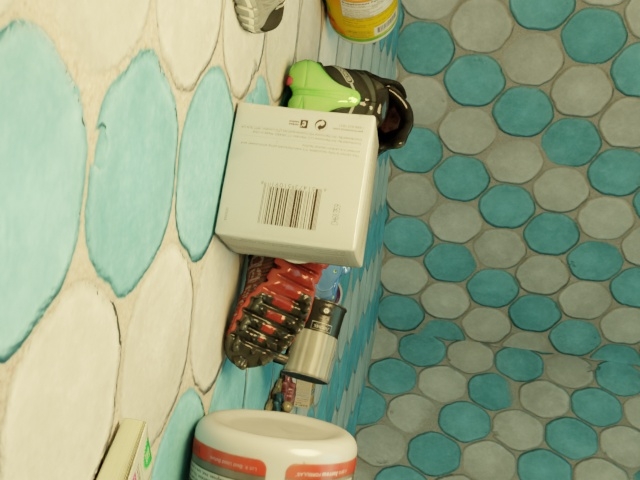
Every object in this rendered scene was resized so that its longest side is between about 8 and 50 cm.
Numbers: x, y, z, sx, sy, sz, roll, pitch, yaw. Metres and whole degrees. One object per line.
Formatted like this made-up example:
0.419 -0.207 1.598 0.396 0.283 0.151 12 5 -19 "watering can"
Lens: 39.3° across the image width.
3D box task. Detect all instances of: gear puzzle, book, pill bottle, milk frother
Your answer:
-0.078 0.429 1.727 0.175 0.044 0.338 -62 158 -68 "gear puzzle"
-0.193 0.254 0.845 0.096 0.035 0.144 94 7 -47 "book"
0.071 -0.473 1.626 0.245 0.137 0.136 72 27 -72 "pill bottle"
-0.078 0.412 1.140 0.210 0.210 0.362 14 84 -82 "pill bottle"
-0.030 0.174 1.559 0.143 0.129 0.134 77 28 -72 "milk frother"

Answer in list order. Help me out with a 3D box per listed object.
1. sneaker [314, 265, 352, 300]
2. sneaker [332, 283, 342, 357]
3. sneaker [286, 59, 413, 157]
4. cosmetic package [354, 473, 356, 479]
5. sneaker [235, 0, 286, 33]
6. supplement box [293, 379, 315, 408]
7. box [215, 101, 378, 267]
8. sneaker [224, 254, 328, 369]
0.000 0.000 1.594 0.091 0.126 0.240 -56 153 -72 "sneaker"
-0.013 0.168 1.917 0.098 0.083 0.223 51 38 -50 "sneaker"
0.063 -0.194 1.589 0.483 0.202 0.185 -11 109 -81 "sneaker"
-0.041 0.462 1.522 0.151 0.184 0.151 58 39 -77 "cosmetic package"
-0.034 -0.306 1.065 0.228 0.132 0.086 60 38 -76 "sneaker"
-0.031 0.314 1.976 0.062 0.036 0.098 -22 120 -80 "supplement box"
-0.025 -0.070 1.167 0.119 0.181 0.181 66 31 -76 "box"
-0.061 0.053 1.285 0.276 0.098 0.135 -62 -152 -6 "sneaker"
